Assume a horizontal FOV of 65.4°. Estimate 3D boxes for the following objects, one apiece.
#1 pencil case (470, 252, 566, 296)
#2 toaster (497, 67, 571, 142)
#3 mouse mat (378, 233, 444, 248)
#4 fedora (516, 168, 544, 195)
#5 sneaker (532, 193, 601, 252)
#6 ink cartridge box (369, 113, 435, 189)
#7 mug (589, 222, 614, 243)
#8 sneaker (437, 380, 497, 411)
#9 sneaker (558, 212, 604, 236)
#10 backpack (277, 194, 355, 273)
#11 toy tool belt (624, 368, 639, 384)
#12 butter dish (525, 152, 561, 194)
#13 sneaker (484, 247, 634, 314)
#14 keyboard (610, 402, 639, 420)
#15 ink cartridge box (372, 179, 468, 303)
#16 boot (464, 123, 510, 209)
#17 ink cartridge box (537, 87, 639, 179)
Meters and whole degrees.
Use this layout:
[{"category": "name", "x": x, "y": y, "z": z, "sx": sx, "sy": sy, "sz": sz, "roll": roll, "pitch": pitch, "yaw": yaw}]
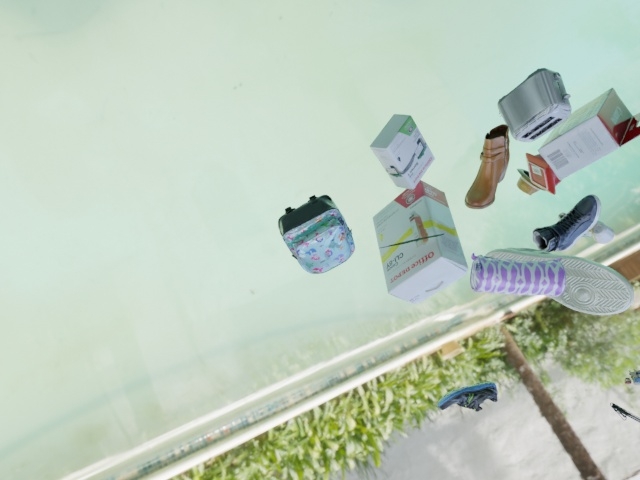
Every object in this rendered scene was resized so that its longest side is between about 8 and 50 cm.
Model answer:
[{"category": "pencil case", "x": 0.435, "y": 0.077, "z": 1.111, "sx": 0.206, "sy": 0.088, "sz": 0.086, "roll": 5, "pitch": 152, "yaw": -1}, {"category": "toaster", "x": 0.650, "y": -0.404, "z": 1.530, "sx": 0.129, "sy": 0.147, "sz": 0.227, "roll": 1, "pitch": 155, "yaw": -34}, {"category": "mouse mat", "x": 0.310, "y": 0.002, "z": 1.696, "sx": 0.189, "sy": 0.007, "sz": 0.152, "roll": -16, "pitch": 174, "yaw": 40}, {"category": "fedora", "x": 1.030, "y": -0.278, "z": 2.457, "sx": 0.194, "sy": 0.194, "sz": 0.079, "roll": -6, "pitch": 134, "yaw": -46}, {"category": "sneaker", "x": 0.786, "y": -0.049, "z": 1.603, "sx": 0.163, "sy": 0.086, "sz": 0.226, "roll": -3, "pitch": 131, "yaw": -28}, {"category": "ink cartridge box", "x": 0.296, "y": -0.312, "z": 1.772, "sx": 0.160, "sy": 0.092, "sz": 0.219, "roll": -54, "pitch": 129, "yaw": -14}, {"category": "mug", "x": 0.910, "y": -0.026, "z": 1.631, "sx": 0.078, "sy": 0.062, "sz": 0.064, "roll": -15, "pitch": 151, "yaw": 42}, {"category": "sneaker", "x": 0.441, "y": 0.474, "z": 1.482, "sx": 0.188, "sy": 0.078, "sz": 0.067, "roll": -12, "pitch": 166, "yaw": -6}, {"category": "sneaker", "x": 1.230, "y": -0.080, "z": 2.363, "sx": 0.087, "sy": 0.092, "sz": 0.228, "roll": -42, "pitch": -157, "yaw": -16}, {"category": "backpack", "x": 0.000, "y": 0.000, "z": 1.700, "sx": 0.225, "sy": 0.191, "sz": 0.254, "roll": -28, "pitch": 138, "yaw": 1}, {"category": "toy tool belt", "x": 1.004, "y": 0.430, "z": 1.579, "sx": 0.083, "sy": 0.051, "sz": 0.052, "roll": -1, "pitch": 148, "yaw": 11}, {"category": "butter dish", "x": 0.933, "y": -0.293, "z": 2.032, "sx": 0.118, "sy": 0.160, "sz": 0.160, "roll": -29, "pitch": 122, "yaw": -1}, {"category": "sneaker", "x": 0.601, "y": 0.086, "z": 1.268, "sx": 0.148, "sy": 0.350, "sz": 0.131, "roll": -7, "pitch": 111, "yaw": -54}, {"category": "keyboard", "x": 1.118, "y": 0.642, "z": 1.799, "sx": 0.192, "sy": 0.100, "sz": 0.038, "roll": 30, "pitch": 93, "yaw": -25}, {"category": "ink cartridge box", "x": 0.372, "y": 0.005, "z": 1.917, "sx": 0.160, "sy": 0.385, "sz": 0.279, "roll": 23, "pitch": 134, "yaw": -32}, {"category": "boot", "x": 0.411, "y": -0.182, "z": 1.228, "sx": 0.197, "sy": 0.072, "sz": 0.152, "roll": -51, "pitch": 145, "yaw": -34}, {"category": "ink cartridge box", "x": 0.893, "y": -0.367, "z": 1.613, "sx": 0.272, "sy": 0.130, "sz": 0.309, "roll": -35, "pitch": -176, "yaw": 46}]
